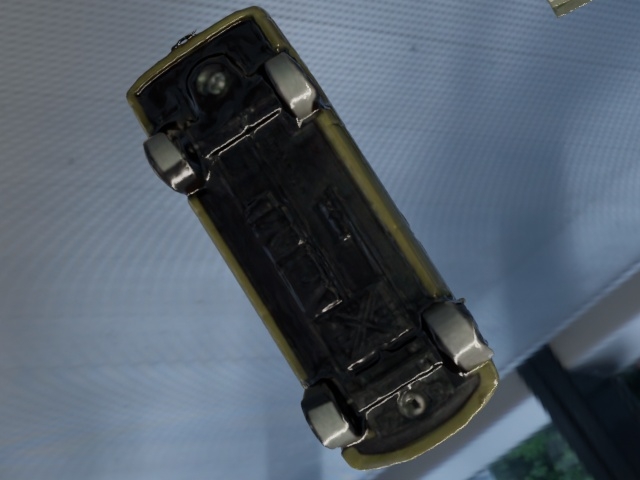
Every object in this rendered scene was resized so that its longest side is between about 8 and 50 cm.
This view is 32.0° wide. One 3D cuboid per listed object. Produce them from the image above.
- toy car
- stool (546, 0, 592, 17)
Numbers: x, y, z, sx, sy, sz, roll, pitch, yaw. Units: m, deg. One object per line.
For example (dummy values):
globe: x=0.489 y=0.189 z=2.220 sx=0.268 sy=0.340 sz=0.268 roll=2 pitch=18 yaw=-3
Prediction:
toy car: x=0.000 y=0.000 z=0.629 sx=0.101 sy=0.256 sz=0.124 roll=-33 pitch=171 yaw=7
stool: x=0.269 y=-0.400 z=1.093 sx=0.170 sy=0.243 sz=0.269 roll=-22 pitch=-159 yaw=38
